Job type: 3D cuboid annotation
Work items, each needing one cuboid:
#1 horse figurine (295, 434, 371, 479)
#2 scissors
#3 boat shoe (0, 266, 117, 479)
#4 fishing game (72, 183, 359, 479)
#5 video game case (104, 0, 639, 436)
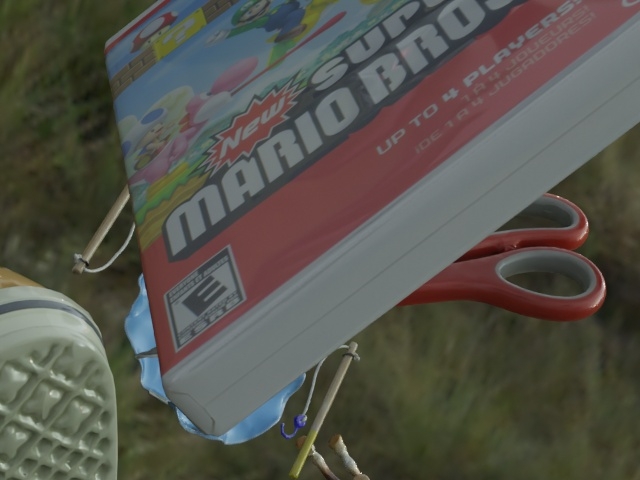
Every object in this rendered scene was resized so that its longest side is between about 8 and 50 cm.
[{"bbox_3d":[0.063,0.235,1.519,0.174,0.066,0.263,50,1,-17],"label":"horse figurine"},{"bbox_3d":[0.027,0.020,1.144,0.297,0.021,0.109,-7,44,-17],"label":"scissors"},{"bbox_3d":[-0.215,0.204,1.141,0.186,0.500,0.156,-20,44,-32],"label":"boat shoe"},{"bbox_3d":[-0.073,0.061,1.525,0.264,0.041,0.189,49,50,-24],"label":"fishing game"},{"bbox_3d":[0.022,-0.071,0.634,0.025,0.204,0.285,49,8,-24],"label":"video game case"}]
